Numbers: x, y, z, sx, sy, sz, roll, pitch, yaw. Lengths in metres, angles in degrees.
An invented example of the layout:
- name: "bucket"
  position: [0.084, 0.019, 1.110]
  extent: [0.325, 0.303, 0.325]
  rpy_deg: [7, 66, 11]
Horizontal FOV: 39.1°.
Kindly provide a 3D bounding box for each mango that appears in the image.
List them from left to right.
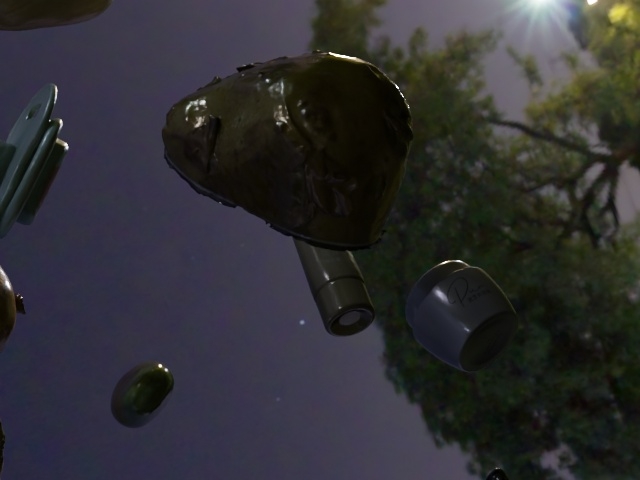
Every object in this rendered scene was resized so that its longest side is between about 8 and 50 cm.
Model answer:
- name: "mango"
  position: [-0.315, 0.273, 1.589]
  extent: [0.092, 0.130, 0.194]
  rpy_deg: [43, 173, -6]

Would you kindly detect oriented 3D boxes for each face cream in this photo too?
- name: "face cream"
  position: [0.000, 0.000, 1.476]
  extent: [0.137, 0.084, 0.341]
  rpy_deg: [18, -142, -39]
- name: "face cream"
  position: [0.167, 0.089, 1.067]
  extent: [0.104, 0.117, 0.117]
  rpy_deg: [44, -176, 41]

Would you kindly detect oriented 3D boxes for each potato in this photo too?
- name: "potato"
  position: [-0.028, -0.139, 1.079]
  extent: [0.246, 0.299, 0.196]
  rpy_deg: [-23, -45, -60]

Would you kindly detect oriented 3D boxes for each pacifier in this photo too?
- name: "pacifier"
  position: [-0.602, -0.155, 1.615]
  extent: [0.269, 0.288, 0.343]
  rpy_deg: [26, -102, -30]

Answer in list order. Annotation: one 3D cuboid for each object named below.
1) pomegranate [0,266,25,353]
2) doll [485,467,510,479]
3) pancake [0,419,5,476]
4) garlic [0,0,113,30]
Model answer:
- name: "pomegranate"
  position: [-0.498, 0.098, 1.243]
  extent: [0.196, 0.196, 0.196]
  rpy_deg: [47, -149, -40]
- name: "doll"
  position: [0.252, 0.315, 0.988]
  extent: [0.096, 0.070, 0.195]
  rpy_deg: [38, 178, -24]
- name: "pancake"
  position: [-0.509, 0.233, 0.907]
  extent: [0.382, 0.382, 0.071]
  rpy_deg: [55, 165, -28]
- name: "garlic"
  position: [-0.473, -0.436, 1.372]
  extent: [0.286, 0.249, 0.313]
  rpy_deg: [60, -151, -12]
